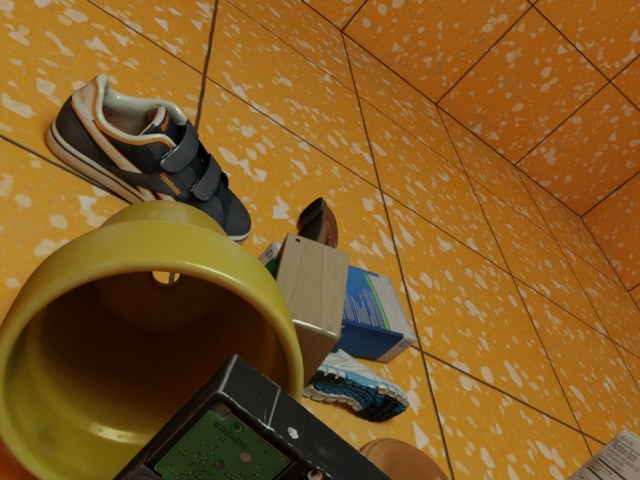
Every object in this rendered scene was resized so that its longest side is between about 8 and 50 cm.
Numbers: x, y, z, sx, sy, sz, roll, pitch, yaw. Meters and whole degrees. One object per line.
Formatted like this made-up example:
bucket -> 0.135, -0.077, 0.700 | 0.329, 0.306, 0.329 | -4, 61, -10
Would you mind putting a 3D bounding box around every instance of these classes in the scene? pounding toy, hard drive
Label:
pounding toy -> -0.050, 0.129, 0.720 | 0.094, 0.181, 0.206 | 20, 44, -10
hard drive -> -0.017, 0.279, 0.499 | 0.339, 0.237, 0.064 | 40, 17, -9

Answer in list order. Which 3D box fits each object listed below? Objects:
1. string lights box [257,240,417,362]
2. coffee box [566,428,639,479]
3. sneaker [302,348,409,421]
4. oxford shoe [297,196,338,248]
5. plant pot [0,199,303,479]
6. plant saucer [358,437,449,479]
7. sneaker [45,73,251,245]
string lights box -> 0.022, 0.101, 0.955 | 0.259, 0.077, 0.133 | 19, 38, -39
coffee box -> 0.340, 0.439, 0.539 | 0.337, 0.334, 0.338 | 47, 0, 4
sneaker -> 0.049, 0.196, 0.879 | 0.190, 0.071, 0.083 | 30, 26, -27
oxford shoe -> 0.000, 0.000, 1.070 | 0.076, 0.076, 0.212 | 48, 27, -17
plant pot -> -0.157, 0.078, 0.599 | 0.254, 0.254, 0.239 | 32, 15, -23
plant saucer -> 0.125, 0.350, 0.806 | 0.200, 0.037, 0.200 | 32, 30, -22
sneaker -> -0.212, -0.105, 0.871 | 0.321, 0.127, 0.126 | 31, 30, -27
